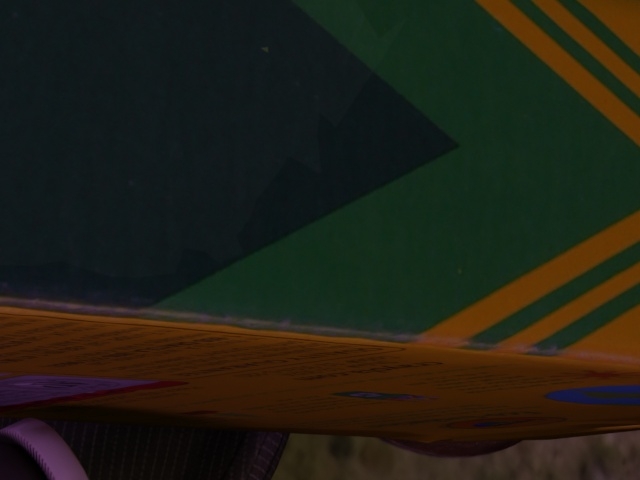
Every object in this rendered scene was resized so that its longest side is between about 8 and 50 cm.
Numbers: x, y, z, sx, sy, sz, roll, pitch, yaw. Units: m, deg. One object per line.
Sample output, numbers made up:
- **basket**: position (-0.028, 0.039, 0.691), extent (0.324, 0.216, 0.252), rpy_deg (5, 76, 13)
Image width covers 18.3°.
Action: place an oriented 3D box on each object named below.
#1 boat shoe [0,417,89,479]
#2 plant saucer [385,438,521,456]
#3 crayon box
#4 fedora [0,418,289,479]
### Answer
- **boat shoe**: position (-0.103, 0.149, 0.492), extent (0.068, 0.228, 0.081), rpy_deg (-5, 31, -34)
- **plant saucer**: position (0.049, -0.014, 0.796), extent (0.198, 0.036, 0.199), rpy_deg (18, 59, -34)
- **crayon box**: position (0.000, 0.000, 0.467), extent (0.318, 0.202, 0.081), rpy_deg (8, 78, -36)
- **fedora**: position (-0.086, 0.017, 0.606), extent (0.243, 0.124, 0.275), rpy_deg (36, 52, -23)
